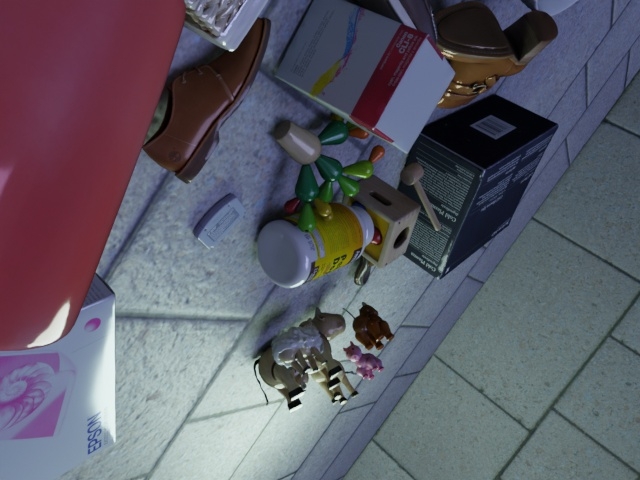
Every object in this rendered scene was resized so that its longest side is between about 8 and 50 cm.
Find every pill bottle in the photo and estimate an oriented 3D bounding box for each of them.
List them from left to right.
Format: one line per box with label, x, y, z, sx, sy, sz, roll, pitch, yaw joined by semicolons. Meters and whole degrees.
pill bottle;0.000;0.000;0.948;0.215;0.117;0.117;-21;140;-46

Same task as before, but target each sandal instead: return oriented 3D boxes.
sandal;0.128;0.030;1.230;0.090;0.060;0.219;-46;156;-46

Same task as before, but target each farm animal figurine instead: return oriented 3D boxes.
farm animal figurine;-0.006;0.255;1.219;0.326;0.172;0.330;-13;143;-34

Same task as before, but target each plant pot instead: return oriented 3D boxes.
plant pot;-0.230;-0.102;0.342;0.243;0.275;0.275;-62;153;-4

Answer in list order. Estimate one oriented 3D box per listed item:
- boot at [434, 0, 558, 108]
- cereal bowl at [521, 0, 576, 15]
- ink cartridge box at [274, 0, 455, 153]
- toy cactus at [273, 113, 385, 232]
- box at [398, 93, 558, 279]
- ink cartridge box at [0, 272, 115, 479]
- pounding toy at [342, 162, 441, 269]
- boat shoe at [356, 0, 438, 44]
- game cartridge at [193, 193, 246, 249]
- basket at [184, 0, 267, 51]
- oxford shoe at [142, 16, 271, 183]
boot;0.256;-0.320;0.968;0.283;0.109;0.220;-20;172;-30
cereal bowl;0.437;-0.563;0.895;0.339;0.141;0.339;-36;160;-15
ink cartridge box;0.058;-0.221;0.710;0.127;0.176;0.128;-61;153;11
toy cactus;-0.001;-0.128;0.833;0.180;0.112;0.219;33;92;-41
box;0.347;-0.132;1.267;0.343;0.179;0.312;-29;144;-37
ink cartridge box;-0.407;0.225;0.640;0.330;0.071;0.324;-27;144;-43
pounding toy;0.132;-0.050;1.024;0.094;0.181;0.206;-30;146;-36
boat shoe;0.093;-0.339;0.693;0.097;0.116;0.324;-53;148;7
game cartridge;-0.149;-0.029;0.794;0.083;0.017;0.056;-47;156;-10
basket;-0.094;-0.278;0.472;0.167;0.113;0.103;-56;151;6
oxford shoe;-0.126;-0.173;0.605;0.076;0.076;0.212;32;83;-24
